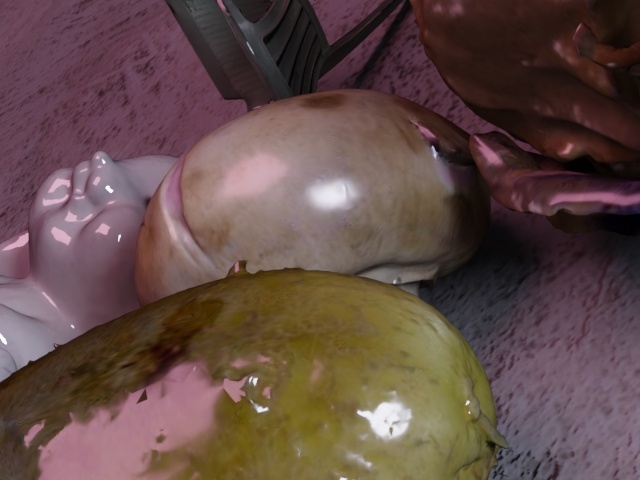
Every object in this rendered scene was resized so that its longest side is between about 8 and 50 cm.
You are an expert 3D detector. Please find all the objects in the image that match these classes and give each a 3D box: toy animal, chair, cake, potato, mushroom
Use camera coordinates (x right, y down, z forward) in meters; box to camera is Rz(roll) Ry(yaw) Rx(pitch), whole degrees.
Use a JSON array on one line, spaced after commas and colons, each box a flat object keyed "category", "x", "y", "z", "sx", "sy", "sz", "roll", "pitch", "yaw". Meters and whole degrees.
[{"category": "toy animal", "x": -0.179, "y": 0.044, "z": 1.244, "sx": 0.265, "sy": 0.206, "sz": 0.272, "roll": -42, "pitch": 41, "yaw": -14}, {"category": "chair", "x": -0.042, "y": -0.188, "z": 1.363, "sx": 0.190, "sy": 0.203, "sz": 0.274, "roll": -3, "pitch": 42, "yaw": 38}, {"category": "cake", "x": 0.211, "y": -0.154, "z": 0.925, "sx": 0.332, "sy": 0.332, "sz": 0.321, "roll": -31, "pitch": 67, "yaw": 25}, {"category": "potato", "x": -0.073, "y": 0.148, "z": 0.895, "sx": 0.359, "sy": 0.219, "sz": 0.270, "roll": -38, "pitch": 46, "yaw": 5}, {"category": "mushroom", "x": 0.000, "y": 0.000, "z": 1.031, "sx": 0.255, "sy": 0.255, "sz": 0.184, "roll": -26, "pitch": 67, "yaw": 32}]
